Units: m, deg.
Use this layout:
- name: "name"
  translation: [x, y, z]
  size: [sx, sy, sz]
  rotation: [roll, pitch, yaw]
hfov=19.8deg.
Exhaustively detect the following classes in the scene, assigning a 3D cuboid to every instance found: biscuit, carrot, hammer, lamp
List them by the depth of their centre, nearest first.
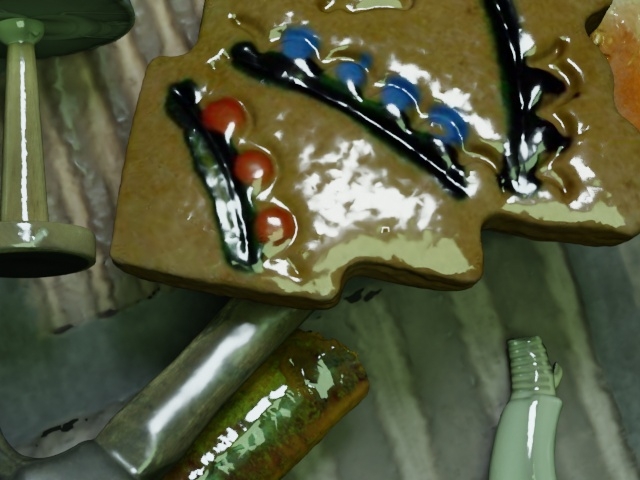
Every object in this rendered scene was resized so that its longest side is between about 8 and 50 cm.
- name: "lamp"
  translation: [-0.153, -0.093, 0.921]
  size: [0.121, 0.121, 0.215]
  rotation: [0, 77, -14]
- name: "biscuit"
  translation: [0.023, -0.066, 0.949]
  size: [0.301, 0.043, 0.278]
  rotation: [-37, 74, -16]
- name: "carrot"
  translation: [-0.086, 0.138, 0.967]
  size: [0.260, 0.070, 0.070]
  rotation: [-39, 98, -13]
- name: "hammer"
  translation: [0.000, 0.000, 0.969]
  size: [0.168, 0.044, 0.440]
  rotation: [37, 71, 14]

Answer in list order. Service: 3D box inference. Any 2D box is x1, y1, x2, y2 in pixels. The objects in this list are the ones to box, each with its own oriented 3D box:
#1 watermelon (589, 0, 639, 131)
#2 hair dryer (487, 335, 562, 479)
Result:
- name: "watermelon"
  translation: [0.236, -0.060, 1.060]
  size: [0.119, 0.063, 0.245]
  rotation: [-24, 96, 0]
- name: "hair dryer"
  translation: [0.053, 0.238, 0.999]
  size: [0.296, 0.119, 0.298]
  rotation: [-22, 79, -10]
